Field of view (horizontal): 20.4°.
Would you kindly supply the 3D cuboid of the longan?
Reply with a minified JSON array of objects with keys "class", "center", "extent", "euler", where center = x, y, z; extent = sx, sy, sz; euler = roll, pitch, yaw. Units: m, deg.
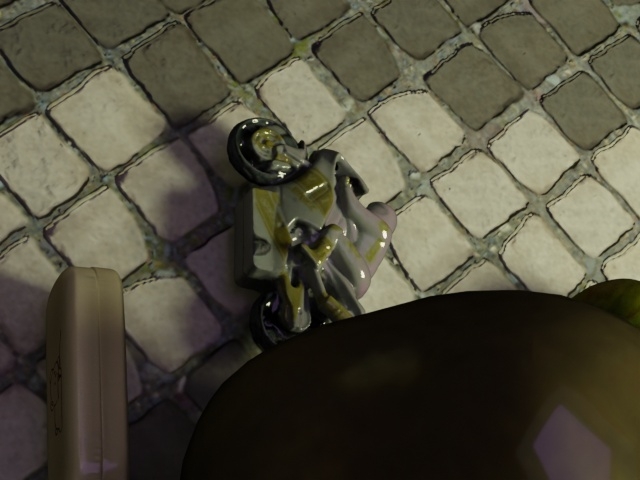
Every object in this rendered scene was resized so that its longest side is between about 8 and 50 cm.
[{"class":"longan","center":[0.105,0.202,1.253],"extent":[0.404,0.404,0.336],"euler":[24,46,-13]}]

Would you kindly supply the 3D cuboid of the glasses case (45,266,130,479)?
[{"class":"glasses case","center":[-0.176,0.114,1.338],"extent":[0.050,0.083,0.196],"euler":[7,60,-23]}]

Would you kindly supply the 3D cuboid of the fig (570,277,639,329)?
[{"class":"fig","center":[0.300,0.089,1.578],"extent":[0.245,0.149,0.149],"euler":[-20,73,-52]}]

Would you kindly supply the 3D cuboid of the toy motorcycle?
[{"class":"toy motorcycle","center":[0.000,0.000,1.490],"extent":[0.152,0.073,0.225],"euler":[4,62,-26]}]
